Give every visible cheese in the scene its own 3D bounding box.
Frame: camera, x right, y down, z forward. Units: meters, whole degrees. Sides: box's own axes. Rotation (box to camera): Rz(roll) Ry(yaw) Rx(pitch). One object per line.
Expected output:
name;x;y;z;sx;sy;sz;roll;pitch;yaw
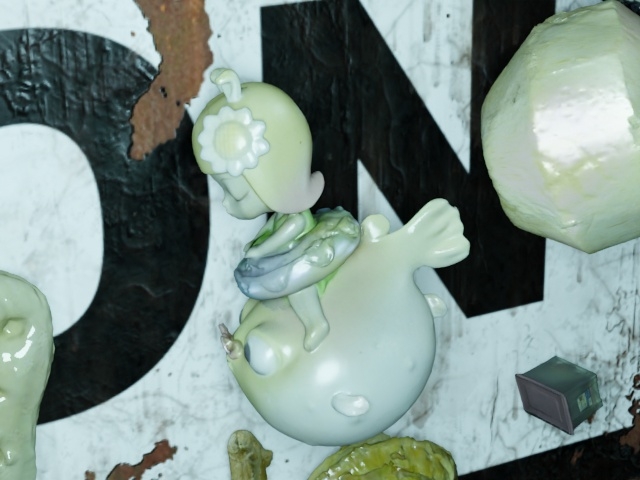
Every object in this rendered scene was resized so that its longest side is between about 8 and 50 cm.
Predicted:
cheese;-0.332;0.155;1.336;0.159;0.093;0.263;1;107;-30

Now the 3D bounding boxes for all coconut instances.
coconut;0.298;-0.118;1.489;0.259;0.259;0.259;-10;113;-25

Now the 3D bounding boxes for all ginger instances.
ginger;-0.077;0.265;1.546;0.057;0.044;0.137;-2;108;-9

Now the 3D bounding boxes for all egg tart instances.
egg tart;0.069;0.326;1.613;0.241;0.106;0.241;-13;118;-26

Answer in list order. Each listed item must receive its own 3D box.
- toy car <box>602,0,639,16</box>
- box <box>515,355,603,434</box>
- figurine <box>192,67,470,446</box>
toy car;0.371;-0.382;1.508;0.193;0.118;0.301;17;98;-30
box;0.282;0.178;1.686;0.063;0.085;0.060;-32;119;-24
figurine;0.000;0.000;1.412;0.274;0.226;0.394;-26;106;-3
